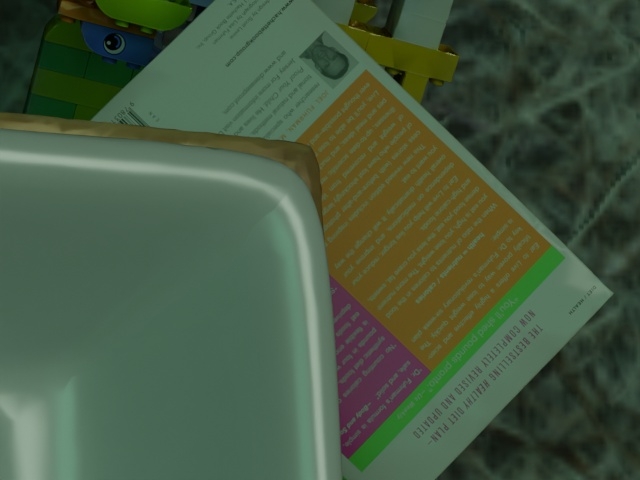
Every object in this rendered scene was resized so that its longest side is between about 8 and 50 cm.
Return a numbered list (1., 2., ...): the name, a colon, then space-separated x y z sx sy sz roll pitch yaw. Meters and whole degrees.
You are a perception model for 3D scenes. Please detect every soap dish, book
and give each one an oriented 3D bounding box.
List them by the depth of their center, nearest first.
1. soap dish: -0.135 0.083 0.386 0.291 0.118 0.228 4 76 -28
2. book: 0.000 0.000 0.519 0.144 0.035 0.096 45 80 0

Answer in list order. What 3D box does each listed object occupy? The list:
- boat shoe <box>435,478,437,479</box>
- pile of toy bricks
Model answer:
1. boat shoe: -0.094 0.061 0.563 0.258 0.084 0.095 20 60 1
2. pile of toy bricks: -0.071 -0.067 0.595 0.212 0.118 0.105 14 107 -13
